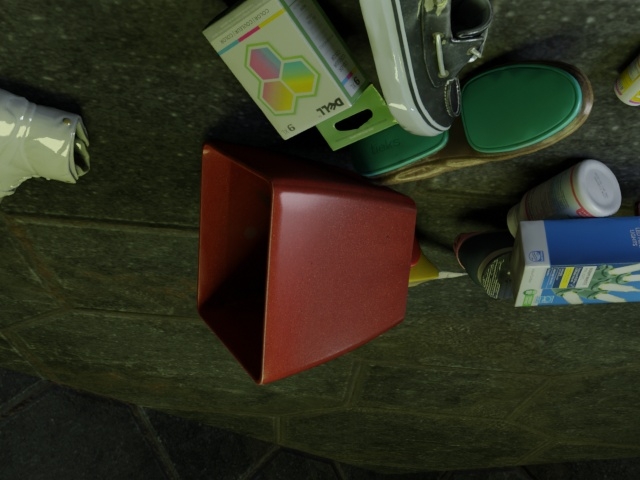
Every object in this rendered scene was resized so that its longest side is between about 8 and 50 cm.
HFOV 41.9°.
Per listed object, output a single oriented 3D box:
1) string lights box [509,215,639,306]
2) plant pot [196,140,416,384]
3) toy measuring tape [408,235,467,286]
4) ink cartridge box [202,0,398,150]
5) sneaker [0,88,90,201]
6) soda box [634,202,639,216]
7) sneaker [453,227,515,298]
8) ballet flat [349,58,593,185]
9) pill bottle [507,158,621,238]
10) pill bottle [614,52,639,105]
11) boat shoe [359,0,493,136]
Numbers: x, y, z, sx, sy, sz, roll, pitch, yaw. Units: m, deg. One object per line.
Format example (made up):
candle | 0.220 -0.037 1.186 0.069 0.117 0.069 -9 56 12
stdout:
string lights box | 0.407 0.029 1.180 0.259 0.077 0.133 -3 151 5
plant pot | -0.017 0.012 1.165 0.235 0.268 0.267 -4 -161 -26
toy measuring tape | 0.159 0.018 1.428 0.330 0.121 0.121 -6 165 -37
ink cartridge box | -0.020 -0.181 0.923 0.109 0.062 0.209 -20 116 42
sneaker | -0.427 -0.105 1.218 0.169 0.108 0.292 16 152 -16
soda box | 0.611 -0.017 1.247 0.263 0.084 0.092 -5 152 22
sneaker | 0.365 0.019 1.378 0.318 0.131 0.112 3 116 -30
ballet flat | 0.196 -0.138 1.052 0.342 0.116 0.124 -17 167 40
pill bottle | 0.350 -0.049 1.220 0.087 0.087 0.160 17 153 -24
pill bottle | 0.375 -0.193 0.956 0.043 0.043 0.083 9 155 -10
boat shoe | 0.117 -0.217 0.858 0.119 0.121 0.335 -3 154 18
